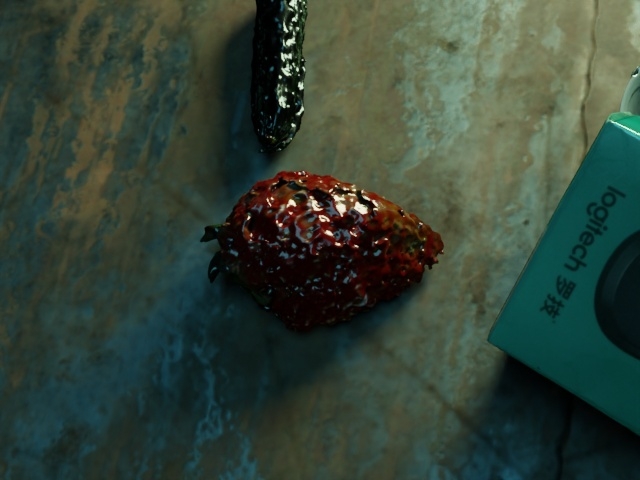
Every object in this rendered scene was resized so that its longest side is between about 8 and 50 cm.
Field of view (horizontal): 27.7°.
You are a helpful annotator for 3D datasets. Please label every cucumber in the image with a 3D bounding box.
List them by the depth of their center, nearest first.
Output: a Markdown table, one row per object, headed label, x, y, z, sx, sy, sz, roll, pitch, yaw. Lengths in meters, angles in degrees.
| label | x | y | z | sx | sy | sz | roll | pitch | yaw |
| --- | --- | --- | --- | --- | --- | --- | --- | --- | --- |
| cucumber | -0.040 | -0.159 | 1.177 | 0.053 | 0.053 | 0.181 | 1 | 68 | 5 |

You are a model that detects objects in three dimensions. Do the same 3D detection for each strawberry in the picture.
| label | x | y | z | sx | sy | sz | roll | pitch | yaw |
| --- | --- | --- | --- | --- | --- | --- | --- | --- | --- |
| strawberry | -0.004 | 0.001 | 1.083 | 0.192 | 0.085 | 0.140 | 25 | 68 | 13 |

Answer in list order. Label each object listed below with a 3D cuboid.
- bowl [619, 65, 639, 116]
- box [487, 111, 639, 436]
| label | x | y | z | sx | sy | sz | roll | pitch | yaw |
| --- | --- | --- | --- | --- | --- | --- | --- | --- | --- |
| bowl | 0.339 | -0.077 | 1.091 | 0.189 | 0.086 | 0.189 | -1 | 67 | 2 |
| box | 0.308 | 0.061 | 0.963 | 0.311 | 0.118 | 0.205 | 32 | 110 | 16 |
